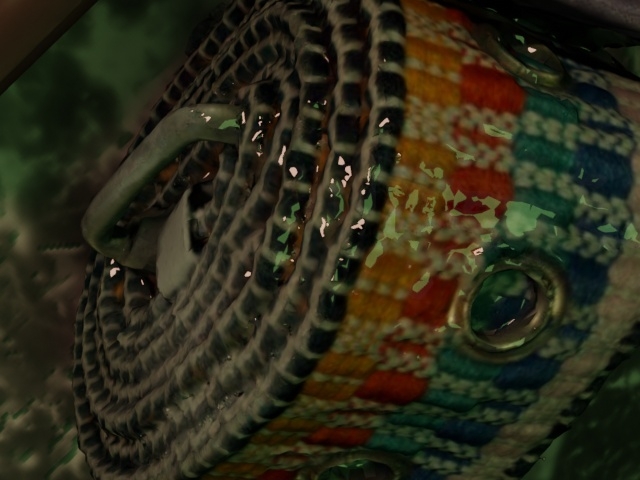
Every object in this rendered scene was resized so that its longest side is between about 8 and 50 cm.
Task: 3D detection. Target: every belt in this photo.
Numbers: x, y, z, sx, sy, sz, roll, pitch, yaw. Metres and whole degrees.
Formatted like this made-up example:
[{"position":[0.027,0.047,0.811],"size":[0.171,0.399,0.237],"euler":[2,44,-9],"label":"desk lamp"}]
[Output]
[{"position":[0.000,0.000,0.574],"size":[0.160,0.295,0.207],"euler":[17,64,-24],"label":"belt"}]

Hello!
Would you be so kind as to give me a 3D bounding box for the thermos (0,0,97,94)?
[{"position":[-0.067,-0.176,0.576],"size":[0.330,0.136,0.109],"euler":[-46,139,-5],"label":"thermos"}]
